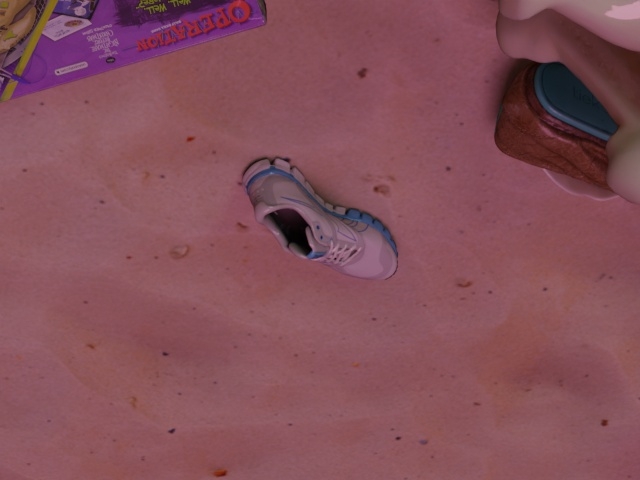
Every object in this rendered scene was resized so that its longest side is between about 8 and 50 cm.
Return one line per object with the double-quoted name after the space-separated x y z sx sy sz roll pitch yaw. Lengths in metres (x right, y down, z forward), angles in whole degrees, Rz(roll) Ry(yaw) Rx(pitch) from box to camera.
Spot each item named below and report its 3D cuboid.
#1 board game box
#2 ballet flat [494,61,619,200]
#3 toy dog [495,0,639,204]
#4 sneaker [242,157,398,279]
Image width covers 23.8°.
-0.240 -0.230 1.285 0.346 0.056 0.208 -15 120 7 "board game box"
0.315 -0.067 1.456 0.342 0.116 0.124 18 147 -16 "ballet flat"
0.269 -0.278 1.112 0.395 0.285 0.408 -24 141 7 "toy dog"
0.000 0.000 1.505 0.190 0.083 0.071 30 121 -26 "sneaker"
